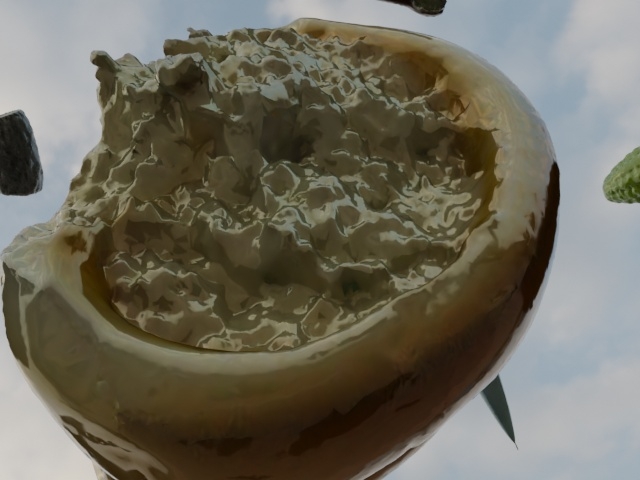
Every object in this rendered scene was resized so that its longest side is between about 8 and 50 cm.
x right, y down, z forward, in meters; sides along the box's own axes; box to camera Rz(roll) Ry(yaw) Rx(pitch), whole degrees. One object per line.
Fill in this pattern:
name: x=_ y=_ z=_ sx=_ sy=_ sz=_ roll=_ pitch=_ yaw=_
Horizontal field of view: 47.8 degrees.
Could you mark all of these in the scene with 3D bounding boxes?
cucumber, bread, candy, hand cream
cucumber: x=-0.407 y=-0.117 z=0.958 sx=0.064 sy=0.064 sz=0.111 roll=-8 pitch=-67 yaw=-16
bread: x=-0.022 y=0.001 z=0.524 sx=0.329 sy=0.424 sz=0.245 roll=31 pitch=-41 yaw=4
candy: x=0.466 y=-0.104 z=0.951 sx=0.097 sy=0.096 sz=0.210 roll=24 pitch=-35 yaw=-29
hand cream: x=0.210 y=0.142 z=0.993 sx=0.070 sy=0.111 sz=0.312 roll=-26 pitch=-67 yaw=7

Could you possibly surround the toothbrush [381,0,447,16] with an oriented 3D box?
toothbrush: x=-0.047 y=-0.284 z=0.753 sx=0.364 sy=0.041 sz=0.040 roll=14 pitch=-67 yaw=0
